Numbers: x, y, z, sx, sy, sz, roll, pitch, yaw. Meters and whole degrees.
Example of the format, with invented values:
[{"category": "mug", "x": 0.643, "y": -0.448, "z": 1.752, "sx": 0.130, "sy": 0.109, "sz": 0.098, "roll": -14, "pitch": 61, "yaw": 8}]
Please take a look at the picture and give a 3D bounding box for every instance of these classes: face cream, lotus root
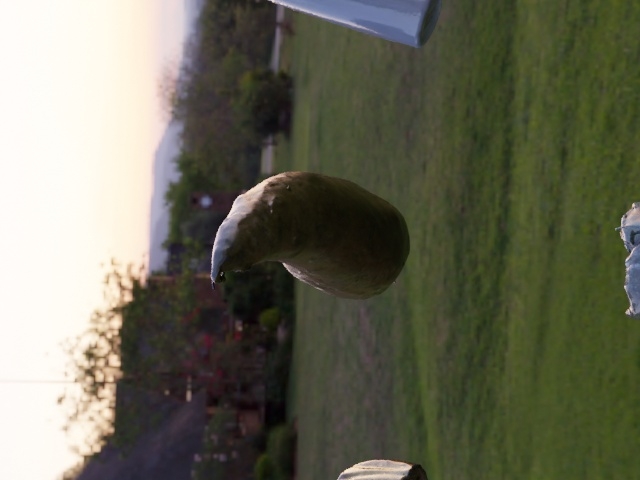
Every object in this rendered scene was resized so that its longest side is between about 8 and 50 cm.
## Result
[{"category": "face cream", "x": 0.016, "y": -0.243, "z": 0.954, "sx": 0.084, "sy": 0.198, "sz": 0.057, "roll": -54, "pitch": -22, "yaw": -42}, {"category": "lotus root", "x": 0.068, "y": 0.315, "z": 1.092, "sx": 0.095, "sy": 0.135, "sz": 0.159, "roll": 17, "pitch": -93, "yaw": -56}]

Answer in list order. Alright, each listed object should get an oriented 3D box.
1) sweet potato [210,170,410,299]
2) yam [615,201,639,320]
[{"category": "sweet potato", "x": 0.000, "y": -0.005, "z": 1.021, "sx": 0.422, "sy": 0.130, "sz": 0.130, "roll": 11, "pitch": -100, "yaw": -68}, {"category": "yam", "x": 0.316, "y": 0.031, "z": 0.626, "sx": 0.093, "sy": 0.259, "sz": 0.093, "roll": -20, "pitch": -65, "yaw": -52}]
